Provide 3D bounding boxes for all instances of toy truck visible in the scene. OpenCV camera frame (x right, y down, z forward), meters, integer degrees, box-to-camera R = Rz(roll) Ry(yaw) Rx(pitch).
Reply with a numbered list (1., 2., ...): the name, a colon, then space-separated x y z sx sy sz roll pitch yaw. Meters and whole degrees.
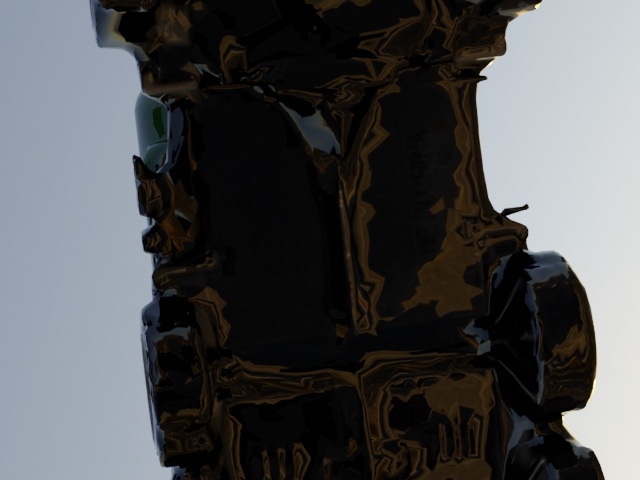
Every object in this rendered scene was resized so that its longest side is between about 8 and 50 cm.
1. toy truck: 0.000 0.000 0.372 0.125 0.101 0.243 -144 48 -80
